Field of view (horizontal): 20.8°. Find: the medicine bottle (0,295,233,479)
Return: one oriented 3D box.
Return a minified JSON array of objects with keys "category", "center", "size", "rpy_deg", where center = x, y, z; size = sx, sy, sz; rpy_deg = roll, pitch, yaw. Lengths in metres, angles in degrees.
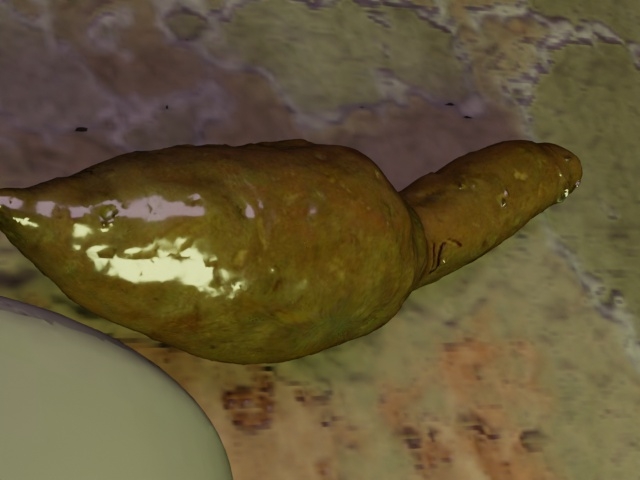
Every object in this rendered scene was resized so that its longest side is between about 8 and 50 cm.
[{"category":"medicine bottle","center":[-0.095,0.196,0.293],"size":[0.208,0.208,0.339],"rpy_deg":[7,54,-26]}]

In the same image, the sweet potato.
[{"category":"sweet potato","center":[0.002,0.002,0.585],"size":[0.269,0.075,0.075],"rpy_deg":[-6,62,-43]}]
